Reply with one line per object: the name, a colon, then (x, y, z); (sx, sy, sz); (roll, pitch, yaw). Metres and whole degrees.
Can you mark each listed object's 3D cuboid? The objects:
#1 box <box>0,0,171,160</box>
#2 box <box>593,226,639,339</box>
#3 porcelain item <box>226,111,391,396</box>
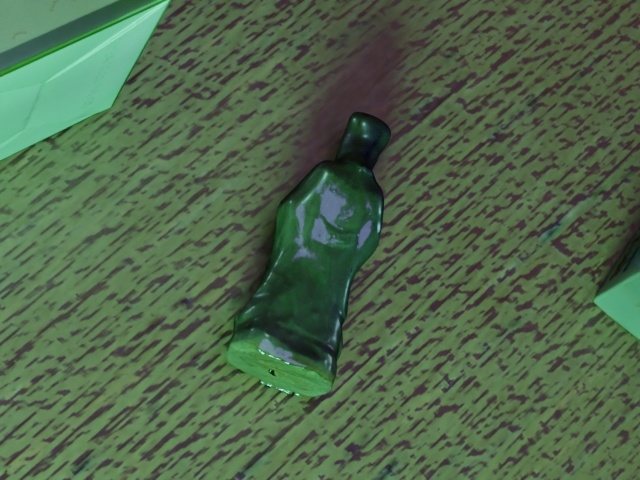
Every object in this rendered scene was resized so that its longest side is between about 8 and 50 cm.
box: (-0.225, -0.147, 1.095); (0.177, 0.195, 0.148); (-30, 84, -25)
box: (0.316, -0.038, 1.277); (0.067, 0.149, 0.233); (37, 64, -1)
porcelain item: (0.000, 0.000, 1.195); (0.081, 0.069, 0.216); (22, 67, -7)
